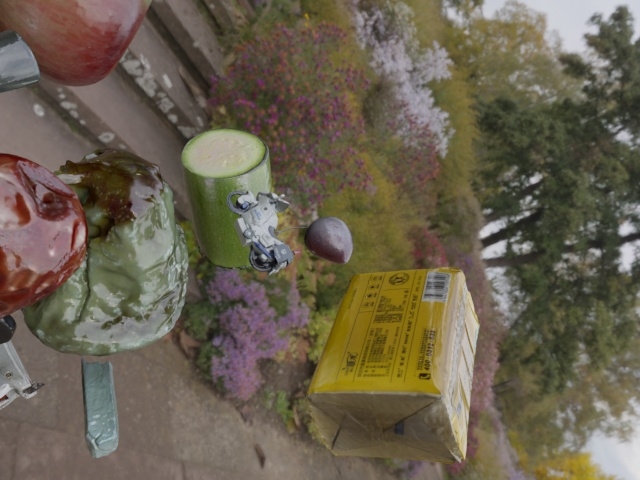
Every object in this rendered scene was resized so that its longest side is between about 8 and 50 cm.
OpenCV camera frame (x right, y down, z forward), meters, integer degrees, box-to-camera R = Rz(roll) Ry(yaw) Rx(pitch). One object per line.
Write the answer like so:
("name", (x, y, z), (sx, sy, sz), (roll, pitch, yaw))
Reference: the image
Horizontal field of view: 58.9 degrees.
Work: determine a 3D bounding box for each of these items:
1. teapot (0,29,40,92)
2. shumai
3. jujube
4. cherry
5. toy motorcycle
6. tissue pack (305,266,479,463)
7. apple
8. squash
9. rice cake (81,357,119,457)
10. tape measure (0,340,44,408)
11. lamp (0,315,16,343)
("teapot", (-0.270, -0.118, 0.420), (0.042, 0.110, 0.043), (34, -36, 30))
("shumai", (-0.415, -0.005, 1.114), (0.398, 0.323, 0.323), (-93, -163, -47))
("jujube", (-0.352, 0.012, 0.574), (0.155, 0.230, 0.155), (53, 19, -28))
("cherry", (0.003, 0.007, 1.499), (0.188, 0.115, 0.148), (-14, 77, -42))
("toy motorcycle", (-0.127, -0.028, 1.351), (0.102, 0.150, 0.221), (-40, -111, 56))
("tissue pack", (0.171, 0.254, 1.216), (0.382, 0.293, 0.228), (-63, 141, -52))
("apple", (-0.443, -0.442, 0.966), (0.269, 0.345, 0.345), (25, 35, -34))
("squash", (-0.279, -0.117, 1.767), (0.263, 0.262, 0.385), (-103, -170, -46))
("rice cake", (-0.442, 0.331, 1.137), (0.206, 0.063, 0.069), (-117, -149, -44))
("tape measure", (-1.063, 0.419, 1.794), (0.258, 0.265, 0.130), (52, -30, 18))
("lamp", (-0.663, 0.057, 1.153), (0.130, 0.108, 0.371), (77, -9, -45))
